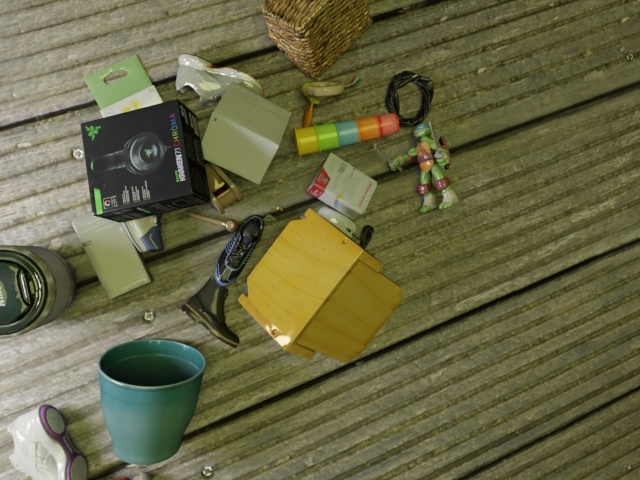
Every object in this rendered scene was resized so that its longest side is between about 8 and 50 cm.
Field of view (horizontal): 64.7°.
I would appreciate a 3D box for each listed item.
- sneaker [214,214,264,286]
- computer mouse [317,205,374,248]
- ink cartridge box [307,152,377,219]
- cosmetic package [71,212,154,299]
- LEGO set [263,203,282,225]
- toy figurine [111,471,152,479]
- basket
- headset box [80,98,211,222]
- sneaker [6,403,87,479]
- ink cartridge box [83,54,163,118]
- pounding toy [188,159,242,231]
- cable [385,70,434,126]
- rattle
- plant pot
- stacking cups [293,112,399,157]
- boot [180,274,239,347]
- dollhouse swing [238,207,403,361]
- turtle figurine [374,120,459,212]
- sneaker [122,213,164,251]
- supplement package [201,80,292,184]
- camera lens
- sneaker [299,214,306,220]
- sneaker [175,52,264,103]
[{"bbox_3d":[-0.236,0.024,1.471,0.081,0.090,0.232,28,75,-9],"label":"sneaker"},{"bbox_3d":[0.074,-0.038,1.574,0.193,0.042,0.106,32,84,-9],"label":"computer mouse"},{"bbox_3d":[0.067,-0.163,1.545,0.175,0.072,0.127,32,66,-10],"label":"ink cartridge box"},{"bbox_3d":[-0.575,0.035,1.410,0.127,0.107,0.238,-27,91,-14],"label":"cosmetic package"},{"bbox_3d":[-0.150,-0.074,1.538,0.054,0.023,0.083,22,85,-10],"label":"LEGO set"},{"bbox_3d":[-0.517,0.756,1.353,0.148,0.209,0.213,-6,91,-17],"label":"toy figurine"},{"bbox_3d":[-0.018,-0.694,1.545,0.213,0.223,0.299,37,81,25],"label":"basket"},{"bbox_3d":[-0.450,-0.194,1.284,0.283,0.131,0.246,-11,83,7],"label":"headset box"},{"bbox_3d":[-0.742,0.603,1.375,0.152,0.114,0.305,-23,89,3],"label":"sneaker"},{"bbox_3d":[-0.550,-0.402,1.450,0.171,0.056,0.235,-29,97,-10],"label":"ink cartridge box"},{"bbox_3d":[-0.326,-0.135,1.438,0.155,0.154,0.269,-37,96,-10],"label":"pounding toy"},{"bbox_3d":[0.284,-0.455,1.624,0.150,0.047,0.185,21,85,-10],"label":"cable"},{"bbox_3d":[0.040,-0.433,1.565,0.199,0.130,0.143,-20,105,-38],"label":"rattle"},{"bbox_3d":[-0.459,0.439,1.358,0.271,0.272,0.255,6,103,-11],"label":"plant pot"},{"bbox_3d":[0.079,-0.326,1.541,0.316,0.096,0.096,-12,91,-6],"label":"stacking cups"},{"bbox_3d":[-0.289,0.209,1.483,0.198,0.077,0.137,40,77,-9],"label":"boot"},{"bbox_3d":[0.018,0.152,1.520,0.315,0.305,0.347,40,95,30],"label":"dollhouse swing"},{"bbox_3d":[0.305,-0.216,1.552,0.197,0.274,0.266,-17,98,23],"label":"turtle figurine"},{"bbox_3d":[-0.477,-0.130,1.421,0.182,0.127,0.316,-20,91,-9],"label":"sneaker"},{"bbox_3d":[-0.210,-0.302,1.417,0.194,0.149,0.203,25,39,-12],"label":"supplement package"},{"bbox_3d":[-0.761,0.122,1.282,0.219,0.274,0.219,0,89,-12],"label":"camera lens"},{"bbox_3d":[0.000,0.000,1.546,0.188,0.066,0.071,38,83,-8],"label":"sneaker"},{"bbox_3d":[-0.299,-0.450,1.490,0.262,0.099,0.121,17,93,-3],"label":"sneaker"}]
